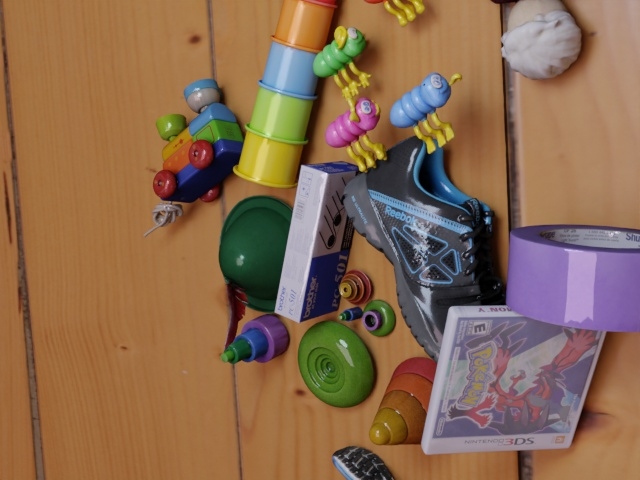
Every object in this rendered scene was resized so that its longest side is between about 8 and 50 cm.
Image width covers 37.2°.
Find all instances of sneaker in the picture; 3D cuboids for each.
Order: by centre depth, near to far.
[{"bbox_3d":[0.158,0.029,1.146,0.139,0.125,0.341,-43,72,32],"label":"sneaker"},{"bbox_3d":[0.070,0.351,1.297,0.162,0.063,0.073,43,123,25],"label":"sneaker"}]

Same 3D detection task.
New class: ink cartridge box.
[{"bbox_3d":[0.000,0.000,1.278,0.046,0.097,0.207,21,108,30],"label":"ink cartridge box"}]

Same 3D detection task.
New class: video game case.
[{"bbox_3d":[0.218,0.159,1.074,0.023,0.183,0.201,-108,21,-57],"label":"video game case"}]

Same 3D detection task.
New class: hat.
[{"bbox_3d":[-0.129,0.028,1.319,0.208,0.183,0.173,16,103,38],"label":"hat"}]

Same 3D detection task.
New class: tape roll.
[{"bbox_3d":[0.293,0.035,1.003,0.189,0.189,0.080,10,102,36],"label":"tape roll"}]

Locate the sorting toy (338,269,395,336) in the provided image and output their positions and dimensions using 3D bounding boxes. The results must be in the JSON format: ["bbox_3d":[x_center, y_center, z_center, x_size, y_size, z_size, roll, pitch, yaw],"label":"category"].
[{"bbox_3d":[0.053,0.090,1.285,0.061,0.042,0.102,-44,71,33],"label":"sorting toy"}]

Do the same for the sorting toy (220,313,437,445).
[{"bbox_3d":[0.008,0.193,1.276,0.365,0.126,0.127,18,116,34],"label":"sorting toy"}]

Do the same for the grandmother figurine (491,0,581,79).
[{"bbox_3d":[0.224,-0.350,1.066,0.208,0.104,0.342,-7,96,65],"label":"grandmother figurine"}]

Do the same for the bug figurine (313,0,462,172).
[{"bbox_3d":[0.071,-0.215,1.151,0.216,0.072,0.279,-38,50,41],"label":"bug figurine"}]

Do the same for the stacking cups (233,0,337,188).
[{"bbox_3d":[-0.043,-0.233,1.280,0.096,0.096,0.316,24,110,33],"label":"stacking cups"}]

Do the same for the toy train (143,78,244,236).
[{"bbox_3d":[-0.216,-0.124,1.430,0.248,0.105,0.143,-33,66,36],"label":"toy train"}]
